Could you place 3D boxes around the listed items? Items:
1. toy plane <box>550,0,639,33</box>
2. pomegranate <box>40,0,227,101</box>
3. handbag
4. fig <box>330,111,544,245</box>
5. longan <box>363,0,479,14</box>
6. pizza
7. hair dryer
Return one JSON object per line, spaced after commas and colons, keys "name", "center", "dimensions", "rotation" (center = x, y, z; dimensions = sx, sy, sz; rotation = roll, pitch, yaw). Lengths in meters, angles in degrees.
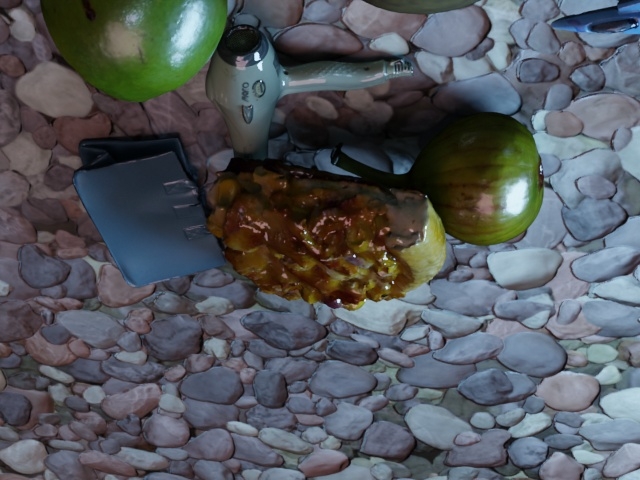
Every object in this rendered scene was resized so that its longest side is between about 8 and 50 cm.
{"name": "toy plane", "center": [0.360, -0.242, 1.671], "dimensions": [0.246, 0.078, 0.169], "rotation": [-1, 138, 22]}
{"name": "pomegranate", "center": [-0.193, -0.273, 1.674], "dimensions": [0.159, 0.190, 0.241], "rotation": [-36, 90, 26]}
{"name": "handbag", "center": [-0.209, -0.036, 2.027], "dimensions": [0.144, 0.057, 0.221], "rotation": [-6, 136, 11]}
{"name": "fig", "center": [0.127, -0.064, 1.867], "dimensions": [0.259, 0.151, 0.151], "rotation": [-4, 137, 21]}
{"name": "longan", "center": [0.084, -0.326, 1.519], "dimensions": [0.248, 0.248, 0.248], "rotation": [5, 139, 5]}
{"name": "pizza", "center": [0.000, 0.000, 1.909], "dimensions": [0.277, 0.114, 0.408], "rotation": [27, 157, -26]}
{"name": "hair dryer", "center": [-0.034, -0.154, 1.861], "dimensions": [0.224, 0.088, 0.219], "rotation": [6, 148, -20]}
